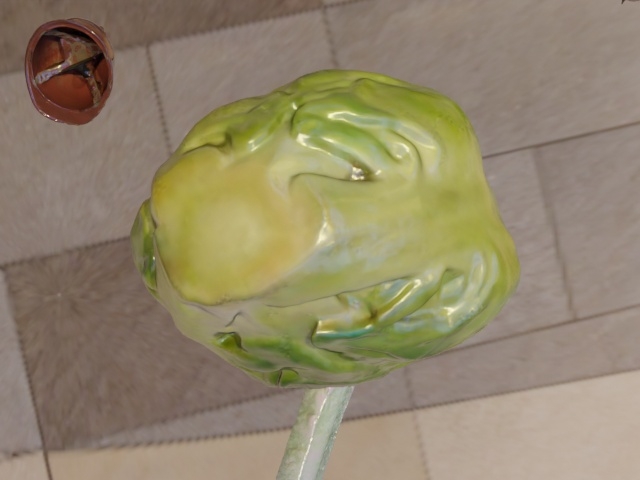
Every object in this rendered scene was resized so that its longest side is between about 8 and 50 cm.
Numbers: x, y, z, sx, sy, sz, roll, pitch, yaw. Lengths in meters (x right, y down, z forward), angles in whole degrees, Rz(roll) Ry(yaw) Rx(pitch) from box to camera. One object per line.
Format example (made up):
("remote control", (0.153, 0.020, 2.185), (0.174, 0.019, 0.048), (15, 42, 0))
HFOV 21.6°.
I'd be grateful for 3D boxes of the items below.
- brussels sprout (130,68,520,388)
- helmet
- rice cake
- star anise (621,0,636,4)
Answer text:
("brussels sprout", (0.000, 0.000, 0.928), (0.223, 0.223, 0.161), (0, 66, -9))
("helmet", (-0.232, -0.171, 1.604), (0.089, 0.057, 0.111), (20, 125, 2))
("rice cake", (-0.013, 0.205, 1.531), (0.034, 0.043, 0.211), (15, 85, 36))
("star anise", (0.286, -0.216, 1.162), (0.190, 0.220, 0.126), (-59, 135, -23))
